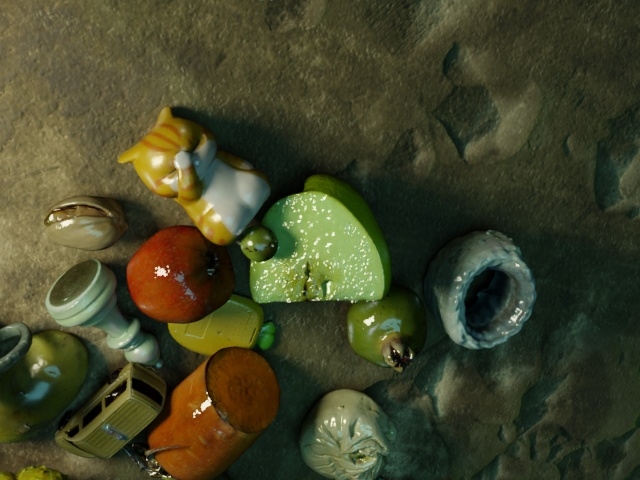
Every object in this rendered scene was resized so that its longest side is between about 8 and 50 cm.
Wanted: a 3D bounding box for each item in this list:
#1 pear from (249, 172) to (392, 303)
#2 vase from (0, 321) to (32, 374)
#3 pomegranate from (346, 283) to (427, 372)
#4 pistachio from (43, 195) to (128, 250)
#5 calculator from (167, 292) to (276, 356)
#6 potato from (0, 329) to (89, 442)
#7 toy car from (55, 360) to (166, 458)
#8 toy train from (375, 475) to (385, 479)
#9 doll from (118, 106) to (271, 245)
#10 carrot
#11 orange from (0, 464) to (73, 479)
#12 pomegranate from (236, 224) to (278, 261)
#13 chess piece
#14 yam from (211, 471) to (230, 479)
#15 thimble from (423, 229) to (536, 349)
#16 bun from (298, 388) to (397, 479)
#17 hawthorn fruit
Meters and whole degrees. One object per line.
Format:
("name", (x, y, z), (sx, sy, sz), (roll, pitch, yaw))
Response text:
("pear", (0.000, 0.000, 1.526), (0.292, 0.159, 0.292), (3, 102, 13))
("vase", (-0.636, 0.225, 1.376), (0.251, 0.301, 0.156), (-20, 113, -17))
("pomegranate", (0.140, 0.178, 1.612), (0.179, 0.210, 0.179), (0, 89, 1))
("pistachio", (-0.436, -0.032, 1.439), (0.149, 0.113, 0.113), (2, 109, 0))
("calculator", (-0.200, 0.177, 1.609), (0.235, 0.032, 0.146), (16, 104, -21))
("potato", (-0.566, 0.303, 1.514), (0.272, 0.111, 0.160), (-43, 112, 2))
("toy car", (-0.422, 0.359, 1.540), (0.257, 0.124, 0.101), (-42, 118, 16))
("toy train", (0.199, 0.661, 1.849), (0.298, 0.120, 0.194), (19, 96, -20))
("doll", (-0.215, -0.113, 1.427), (0.269, 0.162, 0.166), (45, 66, -20))
("carrot", (-0.245, 0.385, 1.573), (0.331, 0.214, 0.193), (-42, 101, 17))
("orange", (-0.597, 0.608, 1.539), (0.300, 0.223, 0.301), (-7, 117, -24))
("pomegranate", (-0.116, 0.007, 1.447), (0.073, 0.084, 0.073), (1, 87, -18))
("chess piece", (-0.395, 0.168, 1.517), (0.139, 0.139, 0.271), (-38, 125, 0))
("yam", (-0.225, 0.579, 1.707), (0.106, 0.106, 0.259), (-30, 114, -3))
("thimble", (0.342, 0.101, 1.654), (0.205, 0.172, 0.250), (21, 104, -19))
("bun", (0.067, 0.447, 1.720), (0.229, 0.145, 0.229), (-7, 112, -16))
("hawthorn fruit", (-0.287, 0.071, 1.487), (0.226, 0.196, 0.196), (-17, 116, 24))
